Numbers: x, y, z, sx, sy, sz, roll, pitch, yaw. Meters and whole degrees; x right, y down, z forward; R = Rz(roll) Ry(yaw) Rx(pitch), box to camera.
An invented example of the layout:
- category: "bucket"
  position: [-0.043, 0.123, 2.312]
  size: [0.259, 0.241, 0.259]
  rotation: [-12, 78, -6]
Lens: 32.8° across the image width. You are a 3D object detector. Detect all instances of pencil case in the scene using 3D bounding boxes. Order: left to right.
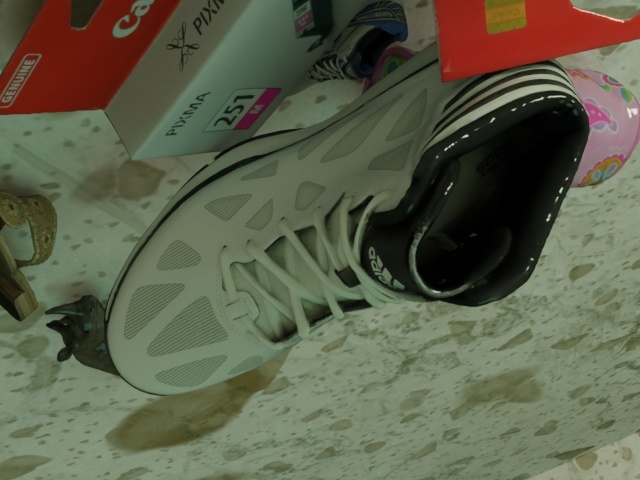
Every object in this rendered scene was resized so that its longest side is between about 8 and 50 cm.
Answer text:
- category: "pencil case"
  position: [0.173, -0.114, 1.039]
  size: [0.284, 0.124, 0.124]
  rotation: [-1, 145, -33]

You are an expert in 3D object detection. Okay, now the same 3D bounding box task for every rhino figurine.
- category: "rhino figurine"
  position: [-0.213, 0.111, 1.209]
  size: [0.106, 0.073, 0.243]
  rotation: [-36, 147, 19]

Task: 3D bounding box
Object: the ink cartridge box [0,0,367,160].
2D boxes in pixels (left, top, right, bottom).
- category: "ink cartridge box"
  position: [-0.082, -0.161, 0.789]
  size: [0.238, 0.060, 0.275]
  rotation: [-13, 155, -49]

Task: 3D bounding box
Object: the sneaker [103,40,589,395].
- category: "sneaker"
  position: [0.000, -0.001, 0.816]
  size: [0.447, 0.169, 0.257]
  rotation: [-35, -168, 10]

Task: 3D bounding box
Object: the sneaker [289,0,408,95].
- category: "sneaker"
  position: [0.016, -0.158, 0.917]
  size: [0.135, 0.058, 0.052]
  rotation: [-33, 149, 22]

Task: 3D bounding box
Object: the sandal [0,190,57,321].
- category: "sandal"
  position: [-0.277, -0.008, 0.987]
  size: [0.079, 0.088, 0.240]
  rotation: [-45, 167, -23]

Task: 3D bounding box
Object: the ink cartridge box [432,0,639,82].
- category: "ink cartridge box"
  position: [0.206, -0.256, 0.714]
  size: [0.296, 0.066, 0.261]
  rotation: [-14, 108, -12]
